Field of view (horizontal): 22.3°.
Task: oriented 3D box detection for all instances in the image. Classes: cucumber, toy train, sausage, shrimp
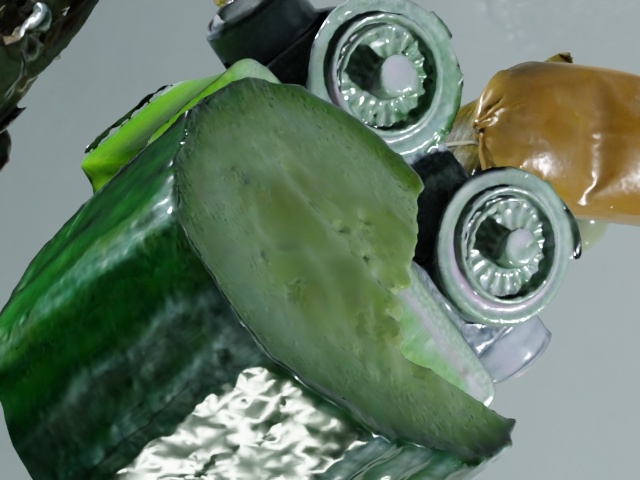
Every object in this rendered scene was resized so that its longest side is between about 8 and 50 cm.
[{"bbox_3d":[-0.031,0.033,0.650,0.130,0.191,0.191,-37,83,33],"label":"cucumber"},{"bbox_3d":[0.000,0.000,0.997,0.307,0.249,0.173,54,160,-17],"label":"toy train"},{"bbox_3d":[0.260,-0.079,1.409,0.116,0.354,0.134,3,85,59],"label":"sausage"},{"bbox_3d":[-0.268,-0.048,1.091,0.085,0.247,0.360,39,84,3],"label":"shrimp"}]

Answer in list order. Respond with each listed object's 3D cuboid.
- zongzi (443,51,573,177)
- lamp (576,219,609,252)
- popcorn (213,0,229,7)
[{"bbox_3d":[0.153,-0.121,1.987,0.286,0.134,0.288,10,65,37],"label":"zongzi"},{"bbox_3d":[0.253,-0.057,1.746,0.091,0.091,0.163,-6,137,30],"label":"lamp"},{"bbox_3d":[-0.092,-0.309,1.878,0.089,0.109,0.097,29,94,-22],"label":"popcorn"}]
